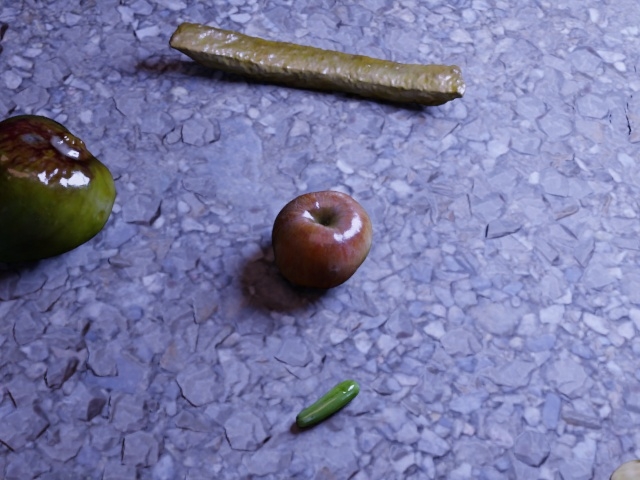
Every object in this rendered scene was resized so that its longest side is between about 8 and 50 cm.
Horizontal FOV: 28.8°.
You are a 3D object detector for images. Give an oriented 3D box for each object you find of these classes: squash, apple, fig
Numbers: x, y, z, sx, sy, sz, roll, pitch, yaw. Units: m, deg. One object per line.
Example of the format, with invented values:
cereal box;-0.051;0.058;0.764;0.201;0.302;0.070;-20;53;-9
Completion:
squash;0.009;0.191;1.451;0.089;0.027;0.027;-34;64;-22
apple;0.003;0.001;1.534;0.126;0.102;0.126;0;51;0
fig;-0.356;-0.056;1.512;0.191;0.181;0.181;-37;63;1

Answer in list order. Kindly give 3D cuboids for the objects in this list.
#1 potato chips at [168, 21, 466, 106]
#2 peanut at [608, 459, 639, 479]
potato chips;-0.004;-0.240;1.718;0.407;0.080;0.057;10;72;0
peanut;0.437;0.340;1.315;0.147;0.147;0.305;-34;61;-24
